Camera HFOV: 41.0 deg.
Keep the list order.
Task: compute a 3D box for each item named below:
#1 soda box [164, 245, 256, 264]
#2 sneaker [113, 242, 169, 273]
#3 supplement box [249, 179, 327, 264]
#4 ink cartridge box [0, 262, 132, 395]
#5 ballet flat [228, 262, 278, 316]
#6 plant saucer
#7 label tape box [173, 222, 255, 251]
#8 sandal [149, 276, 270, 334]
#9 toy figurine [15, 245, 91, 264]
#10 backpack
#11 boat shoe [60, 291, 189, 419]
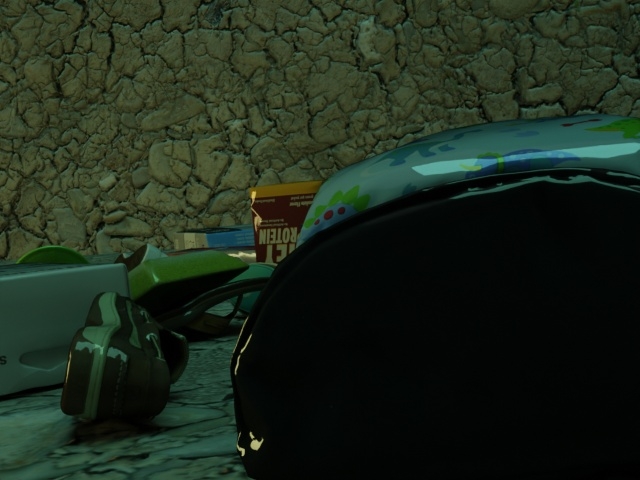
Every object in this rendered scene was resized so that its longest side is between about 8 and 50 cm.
[{"bbox_3d":[-0.162,0.055,1.579,0.263,0.084,0.092,-2,5,32],"label":"soda box"},{"bbox_3d":[-0.287,0.085,1.411,0.123,0.106,0.290,30,-19,-21],"label":"sneaker"},{"bbox_3d":[0.000,0.000,1.357,0.129,0.192,0.194,-3,4,28],"label":"supplement box"},{"bbox_3d":[-0.361,0.091,0.952,0.201,0.117,0.278,-8,4,-41],"label":"ink cartridge box"},{"bbox_3d":[-0.038,0.078,1.199,0.086,0.086,0.248,-7,6,-39],"label":"ballet flat"},{"bbox_3d":[-0.219,0.067,1.145,0.188,0.045,0.188,-32,-12,31],"label":"plant saucer"},{"bbox_3d":[-0.157,0.021,1.911,0.249,0.115,0.347,-6,2,-27],"label":"label tape box"},{"bbox_3d":[-0.157,0.100,1.094,0.219,0.060,0.090,-25,7,-34],"label":"sandal"},{"bbox_3d":[-0.355,0.097,1.209,0.173,0.130,0.159,20,8,-22],"label":"toy figurine"},{"bbox_3d":[0.132,0.026,0.575,0.290,0.274,0.355,-10,-11,22],"label":"backpack"},{"bbox_3d":[-0.168,0.108,0.771,0.095,0.095,0.257,9,7,-10],"label":"boat shoe"}]
